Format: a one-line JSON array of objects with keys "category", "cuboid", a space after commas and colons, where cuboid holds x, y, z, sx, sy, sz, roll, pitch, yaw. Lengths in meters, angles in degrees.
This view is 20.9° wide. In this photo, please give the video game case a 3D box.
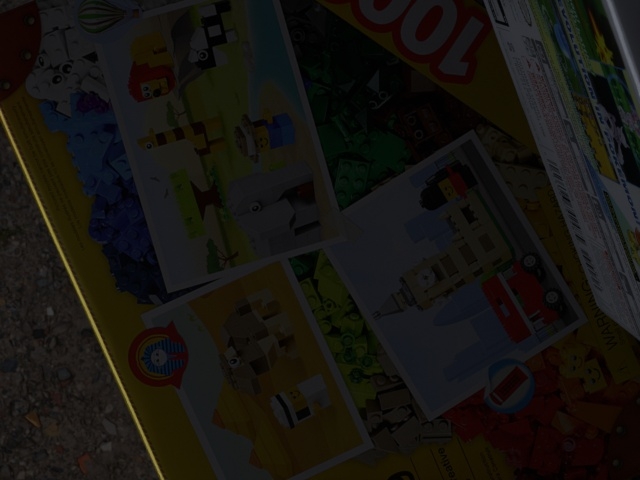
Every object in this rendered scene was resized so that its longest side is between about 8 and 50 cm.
[{"category": "video game case", "cuboid": [0.170, -0.074, 1.028, 0.300, 0.036, 0.329, -125, 13, -76]}]

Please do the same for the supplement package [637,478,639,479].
[{"category": "supplement package", "cuboid": [0.208, 0.335, 1.266, 0.199, 0.263, 0.198, -119, 7, -59]}]

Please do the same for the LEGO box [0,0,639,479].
[{"category": "LEGO box", "cuboid": [0.000, 0.000, 1.350, 0.193, 0.372, 0.500, -148, 34, -84]}]
